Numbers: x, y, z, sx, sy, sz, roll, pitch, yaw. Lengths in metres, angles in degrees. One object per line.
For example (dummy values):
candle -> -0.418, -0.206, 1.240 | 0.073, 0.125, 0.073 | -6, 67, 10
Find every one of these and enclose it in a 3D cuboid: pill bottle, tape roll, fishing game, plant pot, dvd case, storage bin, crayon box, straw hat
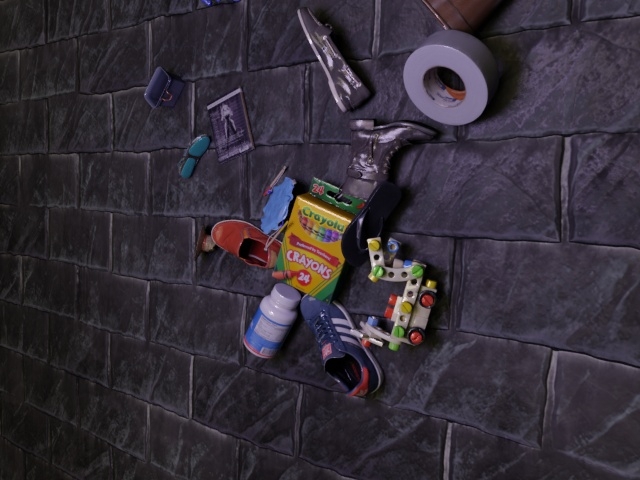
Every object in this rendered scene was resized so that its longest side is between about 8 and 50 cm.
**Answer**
pill bottle -> -0.146, 0.249, 1.717 | 0.124, 0.124, 0.222 | 38, 112, 27
tape roll -> 0.311, -0.387, 1.312 | 0.219, 0.072, 0.219 | 29, 152, 17
fishing game -> -0.124, -0.106, 1.666 | 0.189, 0.041, 0.264 | -50, 31, 31
plant pot -> 0.352, -0.578, 1.305 | 0.165, 0.167, 0.167 | -40, 70, 21
dvd case -> -0.306, -0.389, 1.854 | 0.164, 0.018, 0.221 | -17, 84, 36
storage bin -> -0.553, -0.542, 1.973 | 0.098, 0.091, 0.135 | 48, 118, 23
crayon box -> 0.000, 0.000, 1.587 | 0.202, 0.081, 0.319 | 24, 110, 17
straw hat -> -0.392, 0.010, 1.906 | 0.061, 0.144, 0.145 | 13, 104, -8

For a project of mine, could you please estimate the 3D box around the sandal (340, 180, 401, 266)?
sandal -> 0.131, -0.041, 1.466 | 0.054, 0.097, 0.255 | -112, 44, -65

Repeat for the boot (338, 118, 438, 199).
boot -> 0.180, -0.210, 1.482 | 0.262, 0.091, 0.229 | 8, 106, 21

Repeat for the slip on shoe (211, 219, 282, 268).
slip on shoe -> -0.244, 0.012, 1.786 | 0.331, 0.101, 0.123 | 23, 107, 33

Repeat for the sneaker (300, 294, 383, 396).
sneaker -> 0.036, 0.295, 1.576 | 0.350, 0.148, 0.131 | 50, 118, 23

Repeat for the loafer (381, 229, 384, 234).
loafer -> 0.145, -0.019, 1.537 | 0.050, 0.056, 0.148 | 26, 107, 38

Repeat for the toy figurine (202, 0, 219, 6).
toy figurine -> -0.313, -0.897, 1.790 | 0.362, 0.191, 0.217 | -38, 102, 23

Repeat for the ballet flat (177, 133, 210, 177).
ballet flat -> -0.456, -0.312, 1.940 | 0.070, 0.070, 0.188 | 49, 114, 23

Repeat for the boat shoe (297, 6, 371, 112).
boat shoe -> 0.042, -0.527, 1.558 | 0.095, 0.112, 0.335 | -26, 83, 15

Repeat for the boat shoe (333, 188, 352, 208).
boat shoe -> 0.083, -0.133, 1.584 | 0.133, 0.042, 0.049 | -40, 68, 28

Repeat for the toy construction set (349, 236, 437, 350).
toy construction set -> 0.191, 0.163, 1.458 | 0.215, 0.151, 0.328 | 17, 112, 8
